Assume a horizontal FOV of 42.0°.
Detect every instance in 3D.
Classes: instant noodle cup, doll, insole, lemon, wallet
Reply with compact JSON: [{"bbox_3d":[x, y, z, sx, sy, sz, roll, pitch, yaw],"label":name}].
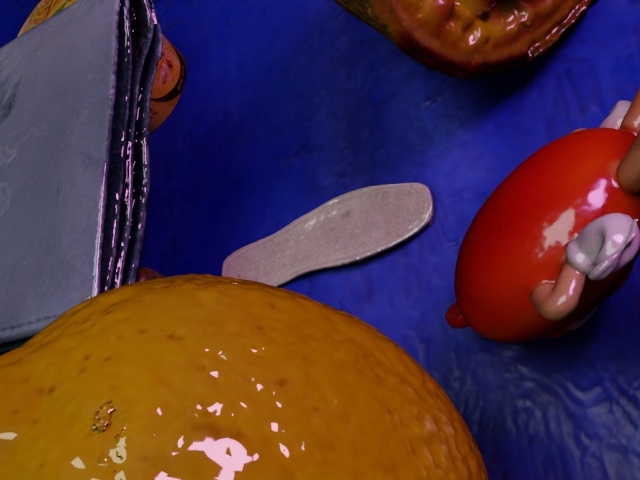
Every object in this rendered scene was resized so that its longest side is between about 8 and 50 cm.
[{"bbox_3d":[-0.215,-0.172,0.821,0.152,0.122,0.151,-18,56,28],"label":"instant noodle cup"},{"bbox_3d":[0.140,-0.016,0.448,0.217,0.085,0.183,-57,-2,26],"label":"doll"},{"bbox_3d":[0.000,0.000,0.634,0.192,0.010,0.063,-22,55,27],"label":"insole"},{"bbox_3d":[-0.052,0.151,0.407,0.293,0.293,0.292,-18,56,30],"label":"lemon"},{"bbox_3d":[-0.236,-0.048,0.659,0.251,0.054,0.290,-15,63,33],"label":"wallet"}]

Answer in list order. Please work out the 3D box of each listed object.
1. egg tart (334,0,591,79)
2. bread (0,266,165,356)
[{"bbox_3d":[0.088,-0.226,0.569,0.215,0.215,0.171,-54,33,1],"label":"egg tart"},{"bbox_3d":[-0.171,0.233,0.572,0.165,0.113,0.416,-15,60,33],"label":"bread"}]
